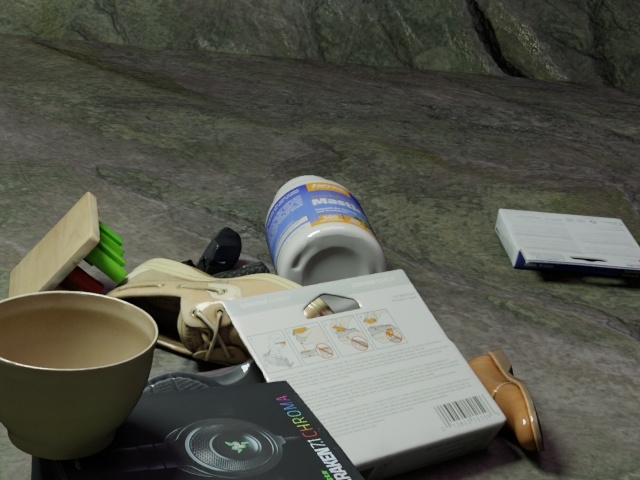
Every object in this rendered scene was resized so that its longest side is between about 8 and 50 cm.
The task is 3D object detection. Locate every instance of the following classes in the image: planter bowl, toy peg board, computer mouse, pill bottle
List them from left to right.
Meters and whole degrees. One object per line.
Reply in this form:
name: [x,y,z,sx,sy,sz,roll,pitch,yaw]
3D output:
planter bowl: [-0.229,0.126,1.127,0.162,0.109,0.162,6,20,-2]
toy peg board: [-0.328,0.041,1.668,0.079,0.160,0.161,41,9,-23]
computer mouse: [-0.157,0.034,1.789,0.041,0.071,0.242,33,20,5]
pill bottle: [0.000,0.000,1.830,0.152,0.152,0.272,3,22,-11]

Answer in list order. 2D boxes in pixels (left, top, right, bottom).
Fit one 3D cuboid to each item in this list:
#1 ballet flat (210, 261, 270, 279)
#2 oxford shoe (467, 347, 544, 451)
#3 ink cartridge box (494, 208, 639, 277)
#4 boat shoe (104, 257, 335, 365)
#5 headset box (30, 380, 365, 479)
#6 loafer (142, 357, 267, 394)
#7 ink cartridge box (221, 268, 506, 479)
ballet flat: [-0.134,0.070,1.752,0.173,0.049,0.057,-18,-10,-39]
oxford shoe: [0.215,0.201,1.521,0.076,0.076,0.212,-16,19,-5]
ink cartridge box: [0.415,0.016,2.077,0.223,0.045,0.224,5,22,-5]
boat shoe: [-0.128,0.108,1.573,0.341,0.121,0.110,8,28,36]
headset box: [-0.125,0.251,1.172,0.283,0.131,0.246,-3,23,-23]
loafer: [-0.132,0.193,1.399,0.303,0.109,0.095,-13,-10,-44]
ink cartridge box: [0.041,0.156,1.441,0.275,0.060,0.239,-9,51,-36]
